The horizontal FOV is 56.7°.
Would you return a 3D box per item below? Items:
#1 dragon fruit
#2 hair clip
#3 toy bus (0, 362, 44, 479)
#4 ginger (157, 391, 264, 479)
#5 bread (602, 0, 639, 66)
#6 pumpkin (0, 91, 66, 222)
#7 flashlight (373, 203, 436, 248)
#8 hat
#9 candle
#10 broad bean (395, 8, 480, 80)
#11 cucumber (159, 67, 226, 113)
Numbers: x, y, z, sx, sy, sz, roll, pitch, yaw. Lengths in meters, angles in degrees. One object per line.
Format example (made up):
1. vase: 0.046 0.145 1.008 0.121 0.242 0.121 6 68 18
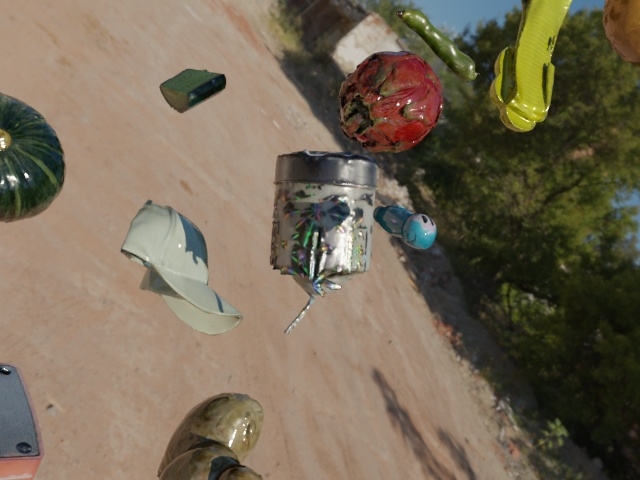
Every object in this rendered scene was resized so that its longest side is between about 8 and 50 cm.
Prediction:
1. dragon fruit: 0.159 -0.317 1.395 0.244 0.244 0.299 51 53 -4
2. hair clip: 0.214 -0.193 0.607 0.072 0.173 0.046 16 -8 -20
3. toy bus: -0.565 0.251 0.661 0.426 0.233 0.203 13 21 -42
4. ginger: -0.204 0.428 1.106 0.155 0.244 0.304 60 2 -26
5. bread: 0.388 -0.251 0.671 0.189 0.114 0.078 21 41 -49
6. pumpkin: -0.486 -0.119 0.870 0.211 0.152 0.212 11 67 -28
7. flashlight: 0.117 -0.023 0.857 0.051 0.051 0.129 45 -9 -31
8. hat: -0.270 0.060 1.239 0.301 0.168 0.258 37 -21 6
9. candle: 0.000 0.000 1.042 0.187 0.187 0.331 5 89 -74
10. broad bean: 0.282 -0.473 1.422 0.256 0.052 0.053 37 47 -17
11. cucumber: -0.291 -0.344 1.360 0.116 0.115 0.062 23 -42 36
